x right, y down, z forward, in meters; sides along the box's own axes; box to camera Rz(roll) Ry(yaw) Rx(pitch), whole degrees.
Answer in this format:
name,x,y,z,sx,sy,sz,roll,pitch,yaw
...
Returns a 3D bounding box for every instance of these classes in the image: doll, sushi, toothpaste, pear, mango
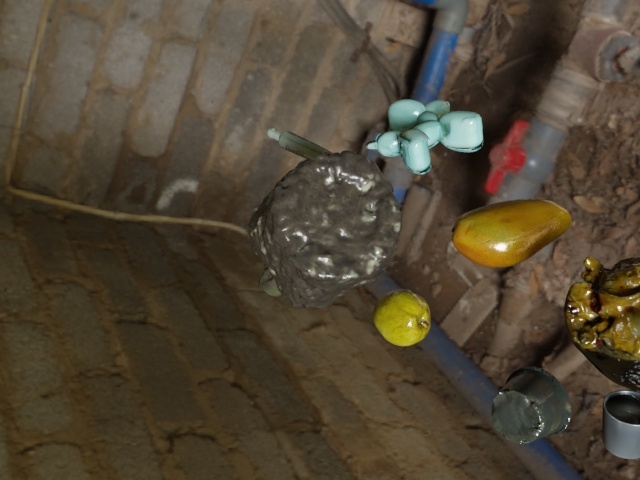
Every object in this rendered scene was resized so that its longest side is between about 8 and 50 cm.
name,x,y,z,sx,sy,sz,roll,pitch,yaw
doll,0.142,-0.154,0.991,0.158,0.159,0.059,27,138,49
sushi,0.540,0.134,1.214,0.213,0.204,0.200,-9,43,42
toothpaste,0.000,-0.162,1.389,0.255,0.067,0.037,29,86,25
pear,0.217,0.200,1.874,0.162,0.149,0.148,11,93,62
mango,0.400,-0.017,1.497,0.113,0.253,0.138,83,174,-58

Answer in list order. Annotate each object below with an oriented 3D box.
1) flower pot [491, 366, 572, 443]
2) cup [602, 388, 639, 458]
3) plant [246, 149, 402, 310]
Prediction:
name,x,y,z,sx,sy,sz,roll,pitch,yaw
flower pot,0.435,0.359,1.523,0.157,0.107,0.157,15,112,41
cup,0.479,0.279,1.118,0.078,0.100,0.077,10,124,27
plant,0.000,0.000,1.179,0.213,0.215,0.312,57,160,10
